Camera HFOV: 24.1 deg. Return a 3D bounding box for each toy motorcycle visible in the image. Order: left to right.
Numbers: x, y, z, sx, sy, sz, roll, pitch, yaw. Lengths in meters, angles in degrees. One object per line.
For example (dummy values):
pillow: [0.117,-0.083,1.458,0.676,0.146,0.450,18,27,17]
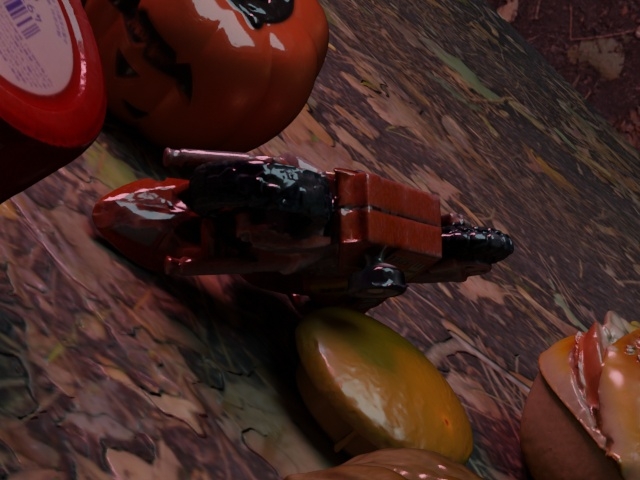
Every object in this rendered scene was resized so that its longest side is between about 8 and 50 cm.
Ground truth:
toy motorcycle: [0.002,-0.002,1.016,0.298,0.171,0.089,14,77,-49]

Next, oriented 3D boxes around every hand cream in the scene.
hand cream: [-0.210,-0.099,0.760,0.193,0.125,0.193,51,24,-33]

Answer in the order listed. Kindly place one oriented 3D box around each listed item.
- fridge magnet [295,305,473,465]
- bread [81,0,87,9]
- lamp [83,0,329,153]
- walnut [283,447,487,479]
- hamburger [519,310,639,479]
fridge magnet: [0.039,0.101,0.979,0.143,0.063,0.143,34,20,-14]
bread: [-0.273,-0.340,1.284,0.295,0.114,0.328,10,36,-55]
lamp: [-0.093,-0.151,1.146,0.187,0.164,0.188,20,49,-25]
walnut: [0.046,0.177,0.688,0.184,0.155,0.155,43,18,11]
hamburger: [0.253,0.164,1.132,0.237,0.147,0.237,36,22,-17]
